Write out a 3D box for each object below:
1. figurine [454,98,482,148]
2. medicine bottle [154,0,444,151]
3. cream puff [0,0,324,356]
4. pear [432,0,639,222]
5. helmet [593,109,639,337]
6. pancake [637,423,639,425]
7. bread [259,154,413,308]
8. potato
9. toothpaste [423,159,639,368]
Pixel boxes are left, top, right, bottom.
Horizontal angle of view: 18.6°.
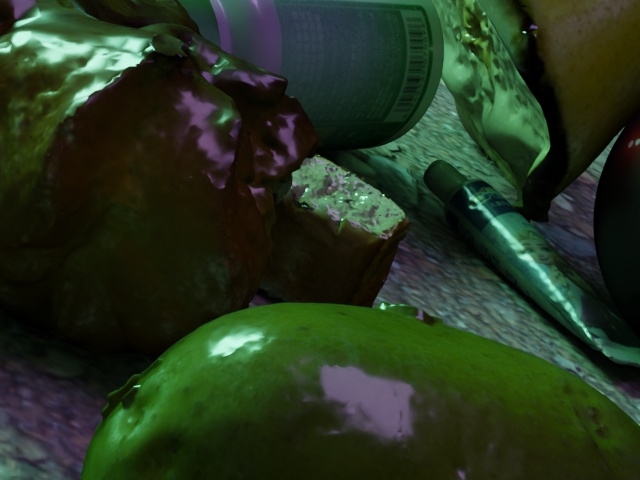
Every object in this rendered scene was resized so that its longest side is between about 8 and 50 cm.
[{"bbox_3d":[0.160,-0.116,1.454,0.125,0.138,0.125,-3,56,4],"label":"figurine"},{"bbox_3d":[-0.045,-0.117,1.213,0.133,0.133,0.274,36,22,26],"label":"medicine bottle"},{"bbox_3d":[-0.112,-0.043,0.945,0.241,0.155,0.269,11,18,-46],"label":"cream puff"},{"bbox_3d":[0.164,-0.162,1.287,0.178,0.267,0.267,-23,34,-5],"label":"pear"},{"bbox_3d":[0.267,-0.011,1.217,0.193,0.189,0.216,-12,42,5],"label":"helmet"},{"bbox_3d":[0.249,0.181,0.971,0.244,0.057,0.266,21,23,-36],"label":"pancake"},{"bbox_3d":[0.001,-0.002,1.075,0.083,0.070,0.077,32,22,11],"label":"bread"},{"bbox_3d":[0.028,0.108,0.694,0.186,0.148,0.253,-4,-31,42],"label":"potato"},{"bbox_3d":[0.134,0.015,1.237,0.062,0.037,0.216,12,27,-46],"label":"toothpaste"}]
